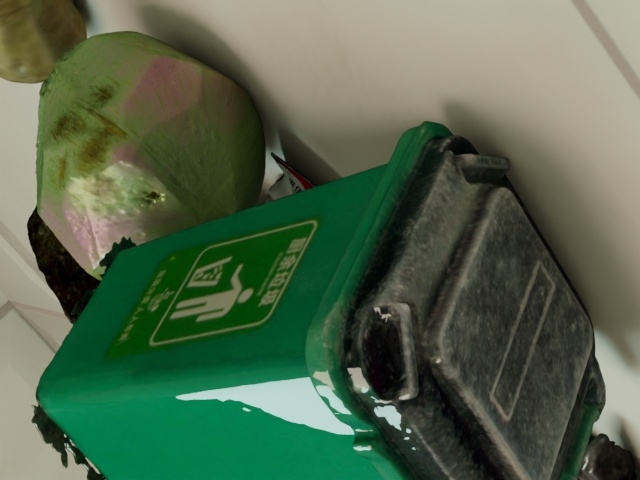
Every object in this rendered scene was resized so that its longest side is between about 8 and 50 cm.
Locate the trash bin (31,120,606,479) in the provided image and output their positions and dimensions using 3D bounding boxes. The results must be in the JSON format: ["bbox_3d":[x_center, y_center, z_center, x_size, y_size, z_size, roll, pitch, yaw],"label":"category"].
[{"bbox_3d":[0.002,0.106,1.136,0.381,0.259,0.295,-9,129,37],"label":"trash bin"}]

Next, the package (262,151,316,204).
[{"bbox_3d":[0.000,0.000,1.420,0.154,0.030,0.239,46,165,8],"label":"package"}]

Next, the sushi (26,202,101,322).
[{"bbox_3d":[-0.149,0.034,1.552,0.348,0.207,0.234,53,-151,19],"label":"sushi"}]

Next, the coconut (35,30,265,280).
[{"bbox_3d":[-0.155,-0.067,1.332,0.236,0.236,0.204,30,172,38],"label":"coconut"}]

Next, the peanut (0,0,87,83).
[{"bbox_3d":[-0.311,-0.250,1.390,0.149,0.149,0.313,37,163,21],"label":"peanut"}]

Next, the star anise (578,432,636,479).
[{"bbox_3d":[0.252,0.266,1.344,0.212,0.129,0.283,48,156,32],"label":"star anise"}]
